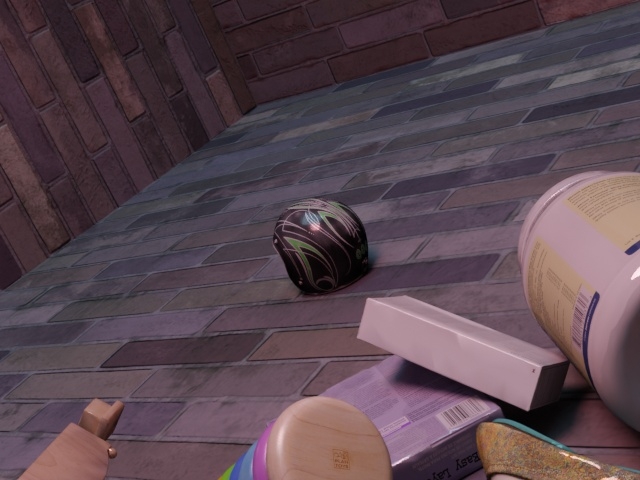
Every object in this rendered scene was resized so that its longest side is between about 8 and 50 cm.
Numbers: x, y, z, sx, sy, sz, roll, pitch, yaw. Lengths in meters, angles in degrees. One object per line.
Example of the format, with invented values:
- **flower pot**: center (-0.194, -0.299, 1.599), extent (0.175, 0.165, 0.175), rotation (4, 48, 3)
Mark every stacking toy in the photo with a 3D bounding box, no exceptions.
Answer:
- **stacking toy**: center (-0.064, 0.291, 1.072), extent (0.141, 0.141, 0.330), rotation (-44, 0, -44)

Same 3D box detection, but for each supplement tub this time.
- **supplement tub**: center (0.365, 0.055, 1.106), extent (0.235, 0.235, 0.325), rotation (-24, 19, 2)

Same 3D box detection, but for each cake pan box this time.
- **cake pan box**: center (0.080, 0.238, 1.227), extent (0.266, 0.070, 0.246), rotation (-28, 21, -8)

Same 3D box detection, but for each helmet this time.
- **helmet**: center (0.000, 0.000, 1.806), extent (0.169, 0.162, 0.169), rotation (-22, 19, 8)

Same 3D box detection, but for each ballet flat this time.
- **ballet flat**: center (0.243, 0.256, 0.927), extent (0.123, 0.123, 0.348), rotation (-34, 21, -25)

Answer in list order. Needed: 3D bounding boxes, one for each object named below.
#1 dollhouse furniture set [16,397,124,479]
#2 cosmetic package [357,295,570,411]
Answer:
- **dollhouse furniture set**: center (-0.275, 0.390, 1.023), extent (0.303, 0.173, 0.355), rotation (-64, -3, 21)
- **cosmetic package**: center (0.171, 0.133, 1.200), extent (0.239, 0.061, 0.099), rotation (21, 9, 33)
